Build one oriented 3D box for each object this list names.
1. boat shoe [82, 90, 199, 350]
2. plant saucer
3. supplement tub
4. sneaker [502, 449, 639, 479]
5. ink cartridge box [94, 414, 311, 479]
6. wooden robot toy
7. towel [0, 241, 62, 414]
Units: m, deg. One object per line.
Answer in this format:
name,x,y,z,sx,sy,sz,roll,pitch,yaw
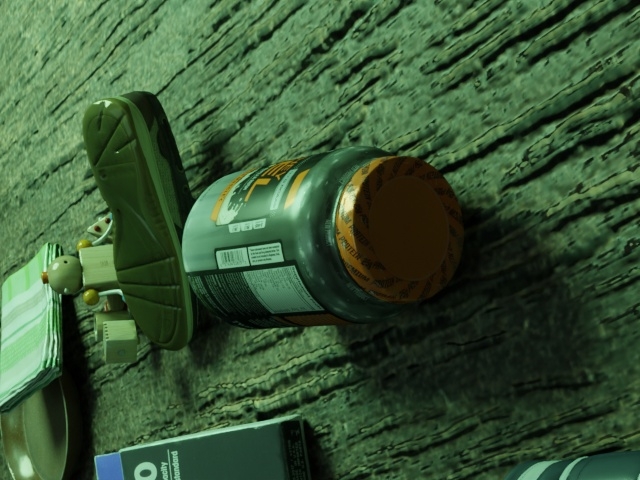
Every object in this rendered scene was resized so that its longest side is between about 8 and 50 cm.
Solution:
boat shoe,-0.134,-0.019,1.088,0.080,0.073,0.223,0,111,39
plant saucer,-0.287,0.187,1.334,0.168,0.029,0.168,3,94,52
supplement tub,0.000,0.000,0.869,0.190,0.117,0.117,-8,84,53
sneaker,0.150,0.250,0.686,0.153,0.099,0.282,-6,79,48
ink cartridge box,-0.094,0.254,0.998,0.208,0.045,0.206,-15,78,28
wooden robot toy,-0.212,0.043,1.167,0.076,0.079,0.173,105,156,-50
towel,-0.301,0.089,1.314,0.113,0.023,0.152,-35,50,36
